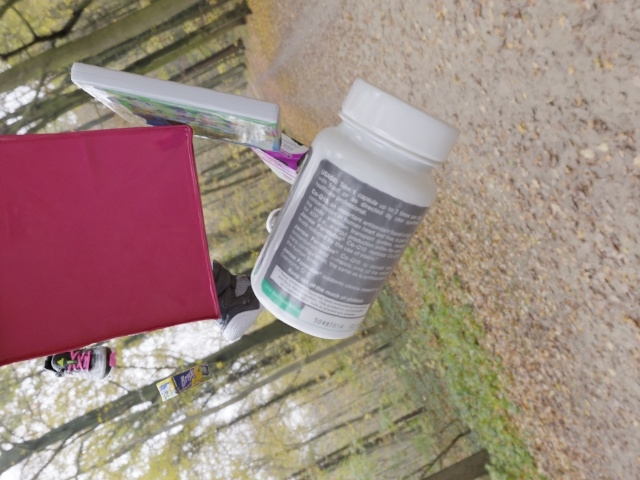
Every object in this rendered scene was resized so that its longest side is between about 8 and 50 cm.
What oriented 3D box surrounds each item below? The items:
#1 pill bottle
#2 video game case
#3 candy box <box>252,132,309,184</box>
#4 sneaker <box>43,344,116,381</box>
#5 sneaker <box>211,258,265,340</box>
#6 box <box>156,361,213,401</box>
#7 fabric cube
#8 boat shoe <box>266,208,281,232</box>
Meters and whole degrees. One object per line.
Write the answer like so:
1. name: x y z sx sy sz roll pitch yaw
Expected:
1. pill bottle: 0.050 -0.046 0.750 0.204 0.361 0.204 24 -160 -9
2. video game case: -0.152 -0.151 0.584 0.193 0.212 0.023 -166 86 -86
3. candy box: -0.073 -0.199 1.240 0.159 0.071 0.233 32 176 19
4. sneaker: -0.430 0.217 0.856 0.074 0.170 0.063 20 -114 -52
5. sneaker: -0.170 0.092 1.054 0.153 0.101 0.268 40 -148 2
6. box: -0.384 0.401 1.381 0.054 0.059 0.169 64 -161 8
7. fabric cube: -0.302 -0.004 0.669 0.258 0.259 0.254 177 85 -66
8. boat shoe: 0.000 0.000 1.346 0.335 0.112 0.095 18 -171 -41
